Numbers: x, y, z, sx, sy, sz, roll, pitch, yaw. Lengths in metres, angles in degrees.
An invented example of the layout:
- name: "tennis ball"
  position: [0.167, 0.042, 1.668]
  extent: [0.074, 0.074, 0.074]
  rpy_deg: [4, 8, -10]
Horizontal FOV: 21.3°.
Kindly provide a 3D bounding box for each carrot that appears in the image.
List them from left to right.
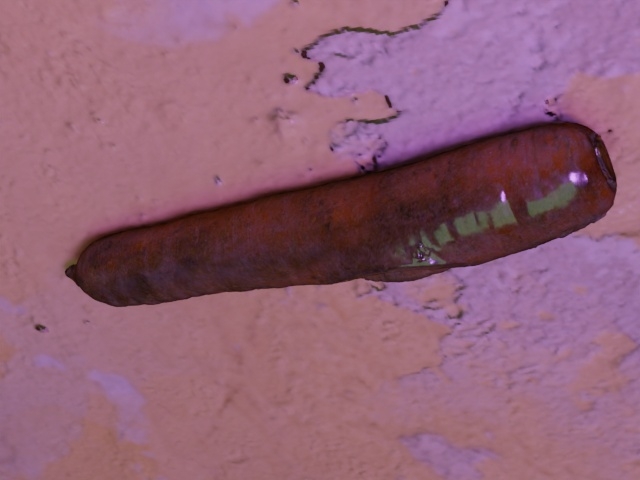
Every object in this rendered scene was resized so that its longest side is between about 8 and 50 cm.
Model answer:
- name: "carrot"
  position: [0.000, -0.001, 0.952]
  extent: [0.342, 0.070, 0.070]
  rpy_deg: [-12, 132, 24]
